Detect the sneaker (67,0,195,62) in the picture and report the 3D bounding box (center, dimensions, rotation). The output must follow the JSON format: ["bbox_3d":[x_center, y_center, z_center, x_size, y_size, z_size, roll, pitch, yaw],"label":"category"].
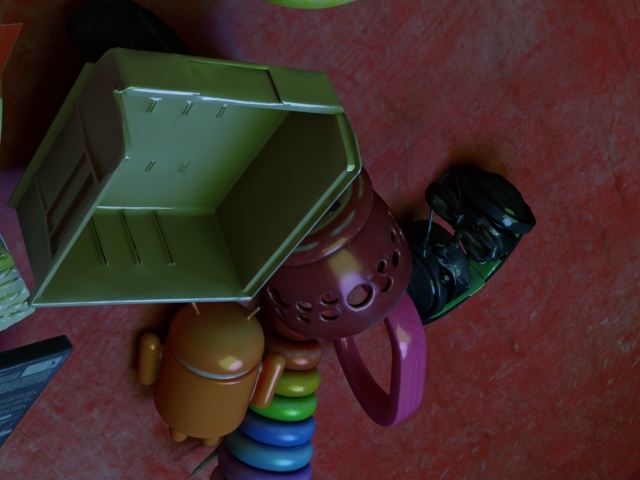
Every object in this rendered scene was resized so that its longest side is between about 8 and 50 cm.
[{"bbox_3d":[-0.164,-0.143,1.250,0.130,0.109,0.286,-41,142,13],"label":"sneaker"}]

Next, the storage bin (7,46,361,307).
[{"bbox_3d":[-0.135,-0.056,1.205,0.262,0.123,0.260,1,145,-37],"label":"storage bin"}]

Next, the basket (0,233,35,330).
[{"bbox_3d":[-0.384,0.047,1.222,0.167,0.103,0.113,-31,143,-17],"label":"basket"}]

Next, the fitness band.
[{"bbox_3d":[0.066,0.129,1.658,0.054,0.209,0.291,-28,143,-23],"label":"fitness band"}]

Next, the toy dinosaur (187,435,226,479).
[{"bbox_3d":[-0.108,0.256,1.764,0.112,0.064,0.212,20,104,-31],"label":"toy dinosaur"}]

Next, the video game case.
[{"bbox_3d":[-0.408,0.206,1.340,0.196,0.026,0.274,-14,155,-46],"label":"video game case"}]

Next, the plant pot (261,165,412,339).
[{"bbox_3d":[0.000,0.000,1.479,0.191,0.191,0.174,-38,140,-7],"label":"plant pot"}]

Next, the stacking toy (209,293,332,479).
[{"bbox_3d":[-0.050,0.206,1.660,0.141,0.141,0.330,0,109,-45],"label":"stacking toy"}]

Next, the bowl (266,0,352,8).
[{"bbox_3d":[0.028,-0.335,1.189,0.289,0.156,0.290,-26,142,-23],"label":"bowl"}]

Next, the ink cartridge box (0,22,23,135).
[{"bbox_3d":[-0.367,-0.094,1.059,0.189,0.066,0.232,-13,165,-35],"label":"ink cartridge box"}]

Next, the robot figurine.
[{"bbox_3d":[-0.141,0.164,1.561,0.128,0.158,0.219,-34,149,-48],"label":"robot figurine"}]

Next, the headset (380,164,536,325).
[{"bbox_3d":[0.203,0.017,1.700,0.243,0.185,0.394,-42,156,-3],"label":"headset"}]
